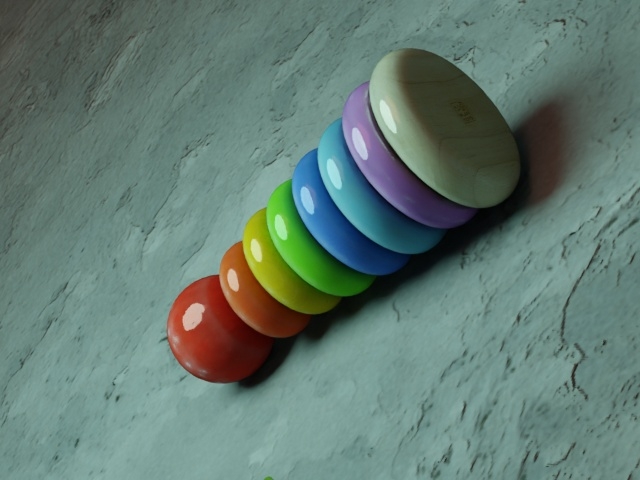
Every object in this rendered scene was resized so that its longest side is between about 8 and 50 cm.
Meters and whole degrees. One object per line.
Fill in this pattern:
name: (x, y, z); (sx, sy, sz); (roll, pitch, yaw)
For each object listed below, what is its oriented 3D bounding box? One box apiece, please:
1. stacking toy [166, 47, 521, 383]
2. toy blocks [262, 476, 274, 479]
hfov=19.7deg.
stacking toy: (0.000, 0.000, 1.449); (0.330, 0.141, 0.141); (-42, 26, 31)
toy blocks: (-0.092, 0.354, 1.058); (0.381, 0.190, 0.261); (-40, 44, -8)
